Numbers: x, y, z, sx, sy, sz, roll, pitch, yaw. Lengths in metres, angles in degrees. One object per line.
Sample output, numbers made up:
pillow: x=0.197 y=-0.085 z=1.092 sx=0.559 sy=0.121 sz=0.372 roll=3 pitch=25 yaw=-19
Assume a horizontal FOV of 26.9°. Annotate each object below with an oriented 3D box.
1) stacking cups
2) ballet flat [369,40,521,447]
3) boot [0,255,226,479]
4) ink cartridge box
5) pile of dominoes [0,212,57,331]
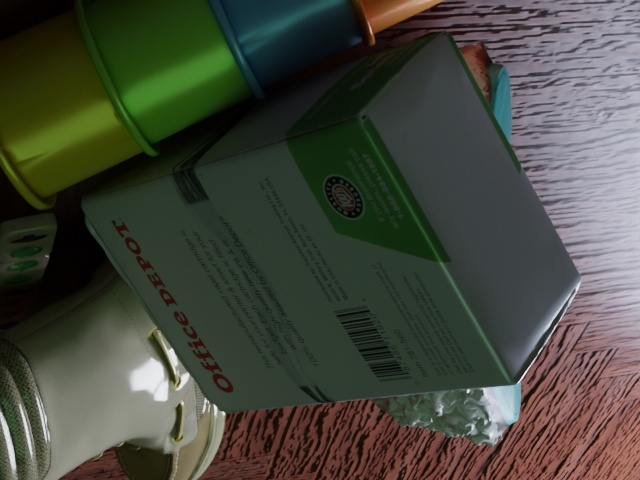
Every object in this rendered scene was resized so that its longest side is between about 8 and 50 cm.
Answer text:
stacking cups: x=-0.017 y=-0.116 z=0.674 sx=0.316 sy=0.096 sz=0.096 roll=-22 pitch=146 yaw=4
ballet flat: x=0.062 y=0.029 z=0.896 sx=0.147 sy=0.147 sz=0.409 roll=-18 pitch=146 yaw=-2
boot: x=-0.153 y=0.118 z=0.854 sx=0.203 sy=0.095 sz=0.262 roll=-38 pitch=155 yaw=-36
ink cartridge box: x=0.000 y=0.000 z=0.717 sx=0.219 sy=0.092 sz=0.160 roll=-11 pitch=118 yaw=44
pile of dominoes: x=-0.247 y=0.050 z=0.742 sx=0.195 sy=0.040 sz=0.251 roll=-12 pitch=167 yaw=-19
